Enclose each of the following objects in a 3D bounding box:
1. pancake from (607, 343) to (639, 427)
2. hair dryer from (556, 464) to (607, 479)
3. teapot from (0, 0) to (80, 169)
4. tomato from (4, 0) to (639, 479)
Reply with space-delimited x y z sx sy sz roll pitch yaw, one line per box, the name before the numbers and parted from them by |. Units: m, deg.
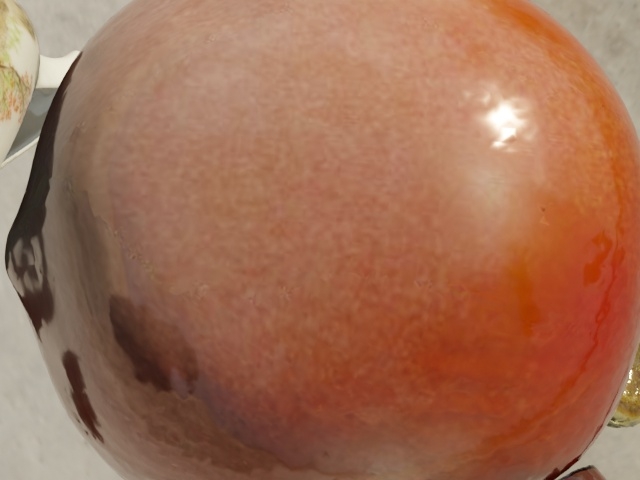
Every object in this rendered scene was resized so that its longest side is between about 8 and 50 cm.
pancake | 0.239 0.072 1.240 0.158 0.028 0.158 14 69 -40
hair dryer | 0.385 0.268 1.273 0.340 0.123 0.312 -27 72 -17
teapot | -0.231 -0.047 0.930 0.139 0.204 0.298 28 43 -15
tomato | 0.000 0.000 0.797 0.321 0.321 0.321 1 74 -5
